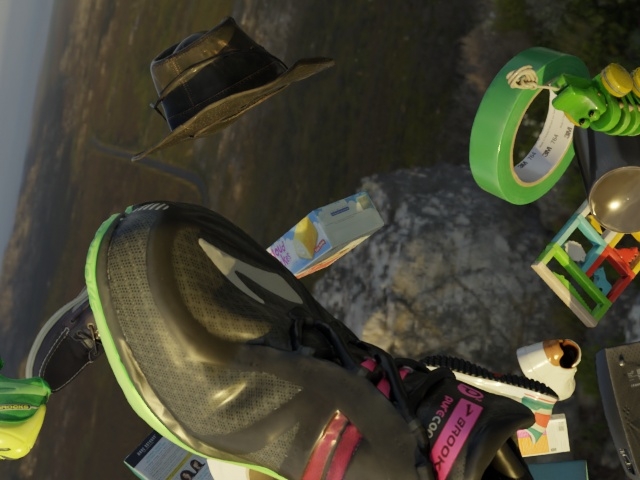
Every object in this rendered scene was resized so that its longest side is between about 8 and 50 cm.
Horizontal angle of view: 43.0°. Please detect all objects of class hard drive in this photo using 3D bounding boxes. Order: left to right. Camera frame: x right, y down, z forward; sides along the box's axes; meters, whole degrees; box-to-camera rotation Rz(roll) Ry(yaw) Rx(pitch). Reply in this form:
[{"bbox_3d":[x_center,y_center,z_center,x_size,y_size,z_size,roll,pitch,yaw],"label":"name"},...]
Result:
[{"bbox_3d":[0.624,0.328,1.588,0.054,0.172,0.255,-30,69,55],"label":"hard drive"}]

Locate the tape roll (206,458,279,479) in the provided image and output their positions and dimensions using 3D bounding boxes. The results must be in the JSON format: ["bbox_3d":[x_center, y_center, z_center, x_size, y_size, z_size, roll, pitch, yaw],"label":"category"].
[{"bbox_3d":[-0.035,0.363,1.315,0.286,0.286,0.100,-60,-2,40],"label":"tape roll"}]

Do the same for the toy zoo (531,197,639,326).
[{"bbox_3d":[0.610,0.017,1.764,0.293,0.192,0.030,-46,9,-15],"label":"toy zoo"}]

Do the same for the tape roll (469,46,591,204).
[{"bbox_3d":[0.441,-0.237,1.695,0.077,0.321,0.321,32,113,39],"label":"tape roll"}]

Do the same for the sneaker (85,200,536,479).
[{"bbox_3d":[0.041,0.130,0.605,0.202,0.483,0.185,-41,10,44],"label":"sneaker"}]

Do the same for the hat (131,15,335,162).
[{"bbox_3d":[-0.147,-0.231,1.132,0.134,0.331,0.331,61,157,-7],"label":"hat"}]

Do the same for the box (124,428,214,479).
[{"bbox_3d":[-0.250,0.455,1.539,0.244,0.100,0.060,26,150,32],"label":"box"}]

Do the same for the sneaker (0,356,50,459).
[{"bbox_3d":[-0.466,0.176,1.020,0.109,0.295,0.123,87,-155,-55],"label":"sneaker"}]

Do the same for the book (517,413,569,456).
[{"bbox_3d":[0.506,0.458,1.913,0.035,0.144,0.096,-74,-27,-62],"label":"book"}]

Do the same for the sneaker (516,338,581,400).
[{"bbox_3d":[0.566,0.299,1.897,0.123,0.290,0.106,-28,59,22],"label":"sneaker"}]

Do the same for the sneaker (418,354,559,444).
[{"bbox_3d":[0.179,0.182,0.910,0.057,0.161,0.075,-35,-41,-79],"label":"sneaker"}]

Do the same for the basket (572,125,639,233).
[{"bbox_3d":[0.539,-0.122,1.448,0.154,0.204,0.227,-34,15,30],"label":"basket"}]

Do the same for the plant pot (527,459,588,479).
[{"bbox_3d":[0.339,0.490,1.382,0.166,0.234,0.165,-73,-29,-49],"label":"plant pot"}]

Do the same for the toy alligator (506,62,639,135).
[{"bbox_3d":[0.234,-0.114,0.690,0.056,0.189,0.051,-43,57,49],"label":"toy alligator"}]

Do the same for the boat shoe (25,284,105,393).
[{"bbox_3d":[-0.402,0.152,1.436,0.092,0.103,0.285,5,46,36],"label":"boat shoe"}]

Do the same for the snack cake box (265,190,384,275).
[{"bbox_3d":[0.000,0.000,1.762,0.089,0.152,0.264,61,144,7],"label":"snack cake box"}]
